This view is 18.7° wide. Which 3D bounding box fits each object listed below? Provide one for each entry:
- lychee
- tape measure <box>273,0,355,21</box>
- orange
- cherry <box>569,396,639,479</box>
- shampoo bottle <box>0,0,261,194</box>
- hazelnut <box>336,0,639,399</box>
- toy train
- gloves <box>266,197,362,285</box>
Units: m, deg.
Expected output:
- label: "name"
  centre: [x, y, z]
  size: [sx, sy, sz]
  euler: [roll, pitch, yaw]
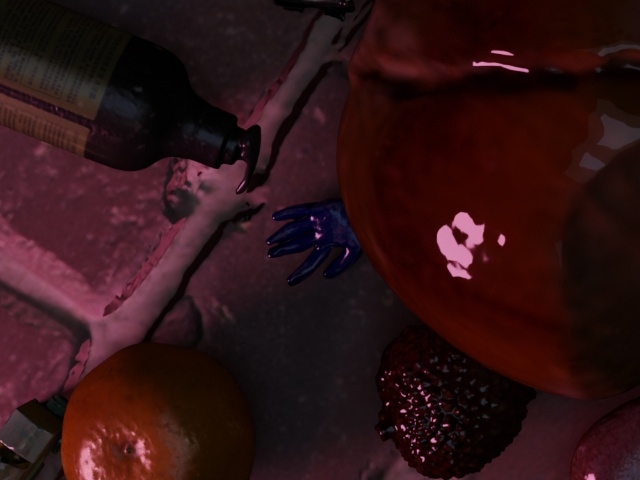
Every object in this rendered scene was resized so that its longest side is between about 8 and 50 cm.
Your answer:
- label: "lychee"
  centre: [0.100, 0.112, 1.462]
  size: [0.129, 0.123, 0.123]
  euler: [-40, 95, 8]
- label: "tape measure"
  centre: [0.012, -0.275, 1.373]
  size: [0.115, 0.207, 0.235]
  euler: [8, 96, -1]
- label: "orange"
  centre: [-0.120, 0.153, 1.479]
  size: [0.154, 0.134, 0.155]
  euler: [0, 90, 25]
- label: "cherry"
  centre: [0.224, 0.212, 1.492]
  size: [0.107, 0.090, 0.225]
  euler: [26, 107, -13]
- label: "shampoo bottle"
  centre: [-0.178, -0.115, 1.452]
  size: [0.284, 0.101, 0.101]
  euler: [21, 98, -1]
- label: "hazelnut"
  centre: [0.179, -0.076, 1.348]
  size: [0.372, 0.315, 0.372]
  euler: [-3, 84, 29]
- label: "toy train"
  centre: [-0.236, 0.174, 1.506]
  size: [0.050, 0.081, 0.122]
  euler: [35, 98, 4]
- label: "gloves"
  centre: [0.000, 0.000, 1.498]
  size: [0.086, 0.026, 0.064]
  euler: [-15, 99, 4]
